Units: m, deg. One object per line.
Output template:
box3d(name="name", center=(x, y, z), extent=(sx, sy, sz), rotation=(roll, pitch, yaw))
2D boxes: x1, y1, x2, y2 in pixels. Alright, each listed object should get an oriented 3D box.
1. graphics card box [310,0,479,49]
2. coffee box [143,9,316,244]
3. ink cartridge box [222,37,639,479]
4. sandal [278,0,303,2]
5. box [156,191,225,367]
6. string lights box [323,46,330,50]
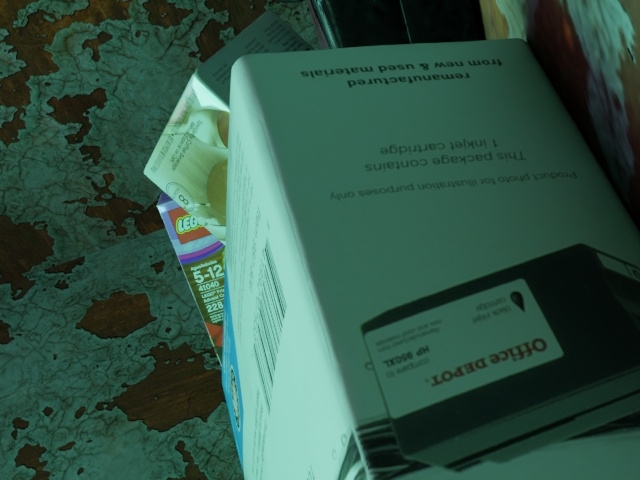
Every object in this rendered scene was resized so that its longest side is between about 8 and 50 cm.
box3d(name="graphics card box", center=(0.008, -0.266, 0.730), extent=(0.371, 0.094, 0.233), rotation=(-109, -1, -47))
box3d(name="coffee box", center=(0.002, -0.032, 0.777), extent=(0.246, 0.098, 0.141), rotation=(41, 143, 1))
box3d(name="ink cartridge box", center=(0.066, 0.137, 0.491), extent=(0.285, 0.166, 0.395), rotation=(98, 161, -48))
box3d(name="sandal", center=(-0.084, -0.446, 0.960), extent=(0.167, 0.107, 0.446), rotation=(-41, -58, -53))
box3d(name="box", center=(0.000, 0.000, 1.079), extent=(0.057, 0.293, 0.201), rotation=(-100, -10, -72))
box3d(name="string lights box", center=(0.082, -0.105, 1.215), extent=(0.133, 0.077, 0.259), rotation=(-105, -4, -65))
